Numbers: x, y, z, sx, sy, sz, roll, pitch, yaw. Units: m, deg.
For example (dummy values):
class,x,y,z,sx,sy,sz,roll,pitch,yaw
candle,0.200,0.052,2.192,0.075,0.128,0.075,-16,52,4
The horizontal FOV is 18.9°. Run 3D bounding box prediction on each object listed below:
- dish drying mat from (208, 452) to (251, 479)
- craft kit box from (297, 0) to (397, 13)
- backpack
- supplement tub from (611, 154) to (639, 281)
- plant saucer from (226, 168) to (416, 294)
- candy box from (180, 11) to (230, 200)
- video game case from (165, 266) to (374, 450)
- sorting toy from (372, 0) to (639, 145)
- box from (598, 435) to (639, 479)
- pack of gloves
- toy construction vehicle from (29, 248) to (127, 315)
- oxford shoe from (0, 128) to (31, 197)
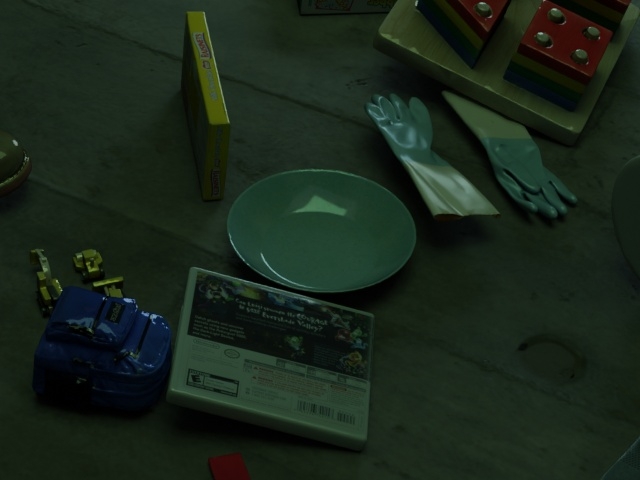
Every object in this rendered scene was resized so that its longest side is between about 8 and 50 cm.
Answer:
class,x,y,z,sx,sy,sz,roll,pitch,yaw
dish drying mat,-0.076,0.225,1.728,0.032,0.008,0.083,-9,42,-16
craft kit box,0.078,-0.375,2.400,0.247,0.061,0.250,-4,42,-7
backpack,-0.199,0.103,1.787,0.120,0.101,0.098,15,47,2
supplement tub,0.454,-0.051,1.960,0.272,0.191,0.191,-22,48,-28
plant saucer,0.000,0.000,1.972,0.195,0.037,0.195,3,41,-3
candy box,-0.126,-0.148,2.077,0.027,0.105,0.206,-4,42,-10
video game case,-0.044,0.111,1.823,0.190,0.022,0.173,15,41,-8
sorting toy,0.229,-0.268,2.213,0.255,0.089,0.257,27,48,5
box,0.325,0.263,1.685,0.183,0.059,0.233,29,46,27
pack of gloves,0.158,-0.083,2.094,0.195,0.046,0.232,1,39,-27
toy construction vehicle,-0.240,0.039,1.904,0.086,0.035,0.098,-9,43,-16
oxford shoe,-0.472,-0.121,1.991,0.348,0.130,0.123,9,41,4
